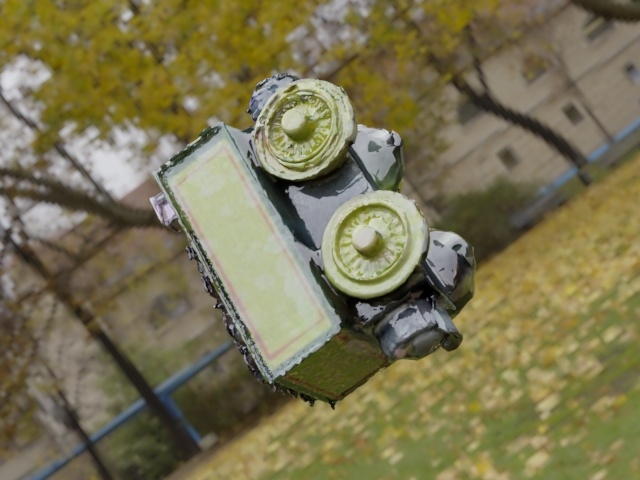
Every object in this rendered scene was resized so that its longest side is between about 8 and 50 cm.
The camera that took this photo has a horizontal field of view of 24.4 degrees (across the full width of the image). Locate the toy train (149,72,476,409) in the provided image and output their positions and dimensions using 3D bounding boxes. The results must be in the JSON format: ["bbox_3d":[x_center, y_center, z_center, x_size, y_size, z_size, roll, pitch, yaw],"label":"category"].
[{"bbox_3d":[0.000,0.000,1.130,0.177,0.261,0.134,-38,-29,12],"label":"toy train"}]
